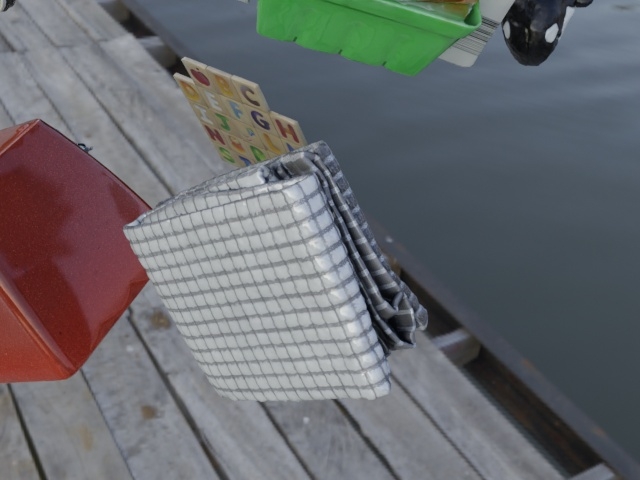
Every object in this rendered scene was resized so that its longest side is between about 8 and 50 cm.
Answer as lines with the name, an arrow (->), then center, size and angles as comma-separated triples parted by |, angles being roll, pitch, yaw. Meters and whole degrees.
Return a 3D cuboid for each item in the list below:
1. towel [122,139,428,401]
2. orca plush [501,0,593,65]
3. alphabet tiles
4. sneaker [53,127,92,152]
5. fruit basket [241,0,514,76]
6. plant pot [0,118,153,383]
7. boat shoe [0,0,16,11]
towel -> -0.047, 0.037, 0.859 | 0.283, 0.235, 0.121 | -13, 17, 45
orca plush -> 0.302, -0.381, 1.091 | 0.151, 0.287, 0.102 | 26, 4, 15
alphabet tiles -> -0.112, -0.167, 1.430 | 0.285, 0.342, 0.011 | 27, 68, 33
sneaker -> -0.451, -0.172, 1.519 | 0.069, 0.098, 0.038 | 2, 66, 1
fruit basket -> 0.077, -0.338, 0.796 | 0.327, 0.353, 0.165 | 11, 48, -15
plant pot -> -0.392, 0.003, 1.052 | 0.267, 0.236, 0.267 | -8, 35, 33
boat shoe -> -0.408, -0.354, 1.056 | 0.046, 0.125, 0.038 | 10, 28, 14
